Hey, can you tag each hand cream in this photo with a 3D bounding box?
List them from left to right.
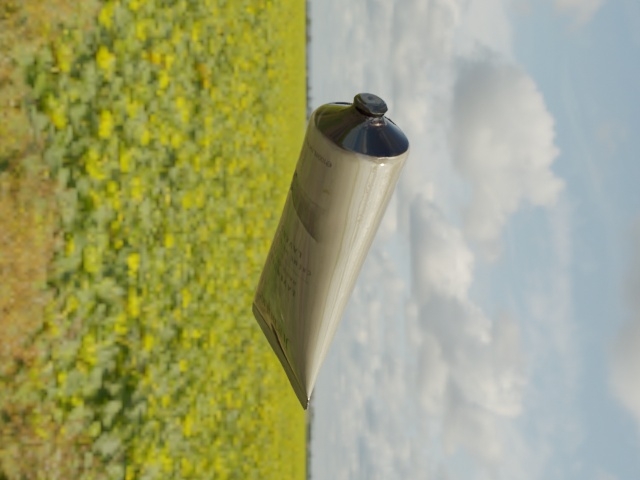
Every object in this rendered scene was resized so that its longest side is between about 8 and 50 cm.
[{"bbox_3d":[0.000,0.000,0.598,0.087,0.054,0.186,57,-41,41],"label":"hand cream"}]
